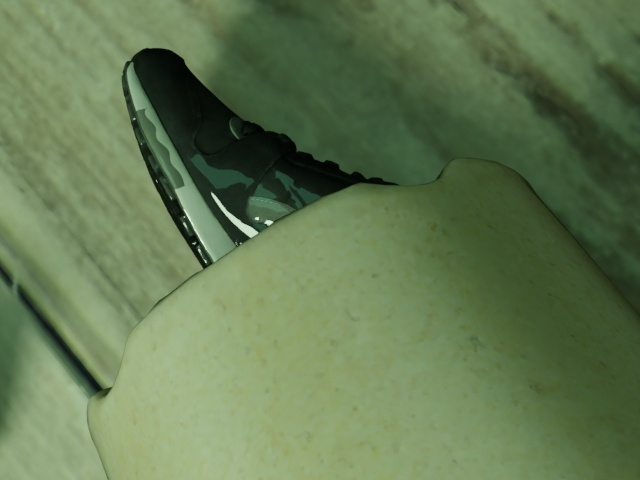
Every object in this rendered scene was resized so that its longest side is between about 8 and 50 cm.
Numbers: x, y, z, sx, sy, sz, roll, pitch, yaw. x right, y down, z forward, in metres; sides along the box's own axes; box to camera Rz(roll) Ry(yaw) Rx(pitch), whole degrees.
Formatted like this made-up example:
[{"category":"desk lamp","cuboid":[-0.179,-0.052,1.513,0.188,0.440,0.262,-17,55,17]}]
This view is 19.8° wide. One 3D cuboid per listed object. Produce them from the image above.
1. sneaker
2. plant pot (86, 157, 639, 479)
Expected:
[{"category":"sneaker","cuboid":[0.000,0.000,0.992,0.124,0.107,0.283,-31,73,-6]},{"category":"plant pot","cuboid":[0.064,0.148,0.755,0.334,0.334,0.305,-31,70,-2]}]
